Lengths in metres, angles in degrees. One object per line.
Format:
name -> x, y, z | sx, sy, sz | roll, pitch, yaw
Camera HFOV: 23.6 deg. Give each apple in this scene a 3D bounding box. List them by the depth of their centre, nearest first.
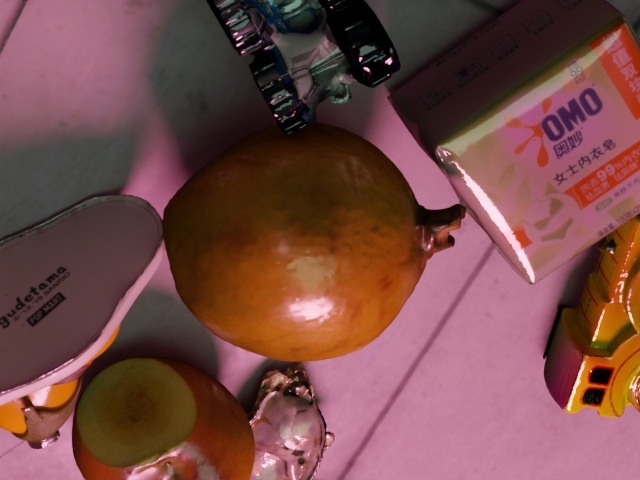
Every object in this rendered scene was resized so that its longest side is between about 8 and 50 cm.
apple -> -0.138, 0.185, 1.384 | 0.146, 0.147, 0.163 | -36, 120, 5

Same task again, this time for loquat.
loquat -> 0.000, 0.000, 1.272 | 0.246, 0.213, 0.213 | -6, 123, 17

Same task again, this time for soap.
soap -> 0.196, -0.097, 1.326 | 0.199, 0.138, 0.182 | -35, 121, 6

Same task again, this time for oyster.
oyster -> -0.038, 0.198, 1.476 | 0.108, 0.053, 0.165 | 27, 117, -7

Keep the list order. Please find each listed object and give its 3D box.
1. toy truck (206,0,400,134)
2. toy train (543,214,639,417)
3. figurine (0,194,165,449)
toy truck -> -0.032, -0.201, 1.213 | 0.113, 0.126, 0.208 | -29, 118, 2
toy train -> 0.318, 0.040, 1.447 | 0.161, 0.100, 0.296 | 7, 119, -14
figurine -> -0.218, 0.088, 1.320 | 0.250, 0.166, 0.141 | -34, 137, -8
